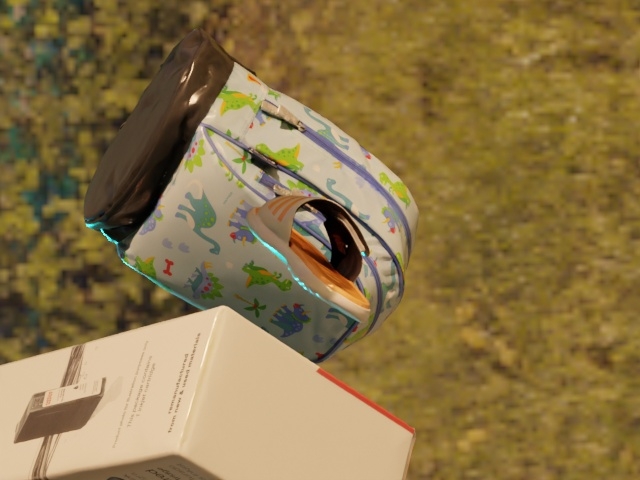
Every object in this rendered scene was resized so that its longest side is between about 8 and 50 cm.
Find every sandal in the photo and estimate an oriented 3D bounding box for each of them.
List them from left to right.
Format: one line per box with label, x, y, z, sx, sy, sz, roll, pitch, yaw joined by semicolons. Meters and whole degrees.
sandal;0.008;0.006;1.652;0.076;0.102;0.265;-55;24;4

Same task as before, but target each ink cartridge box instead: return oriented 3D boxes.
ink cartridge box;-0.102;0.160;1.227;0.273;0.197;0.114;-16;49;45

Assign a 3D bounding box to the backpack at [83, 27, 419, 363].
backpack;-0.061;-0.025;1.955;0.290;0.355;0.273;-48;28;37
